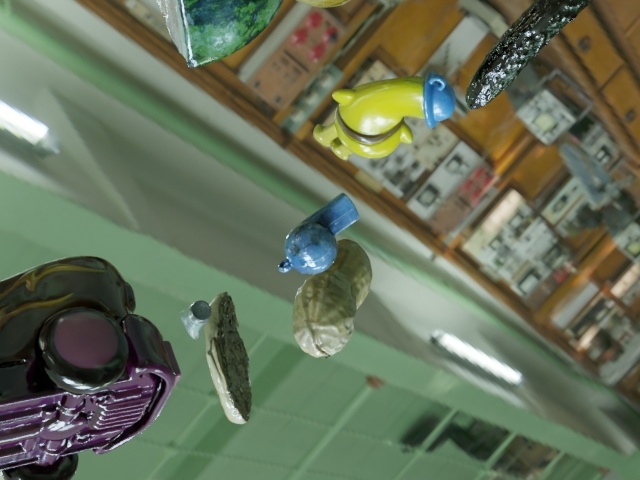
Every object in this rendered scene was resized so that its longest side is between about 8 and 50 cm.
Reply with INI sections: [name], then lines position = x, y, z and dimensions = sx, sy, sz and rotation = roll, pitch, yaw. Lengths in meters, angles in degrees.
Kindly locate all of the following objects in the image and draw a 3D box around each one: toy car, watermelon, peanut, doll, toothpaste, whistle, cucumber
[toy car]
position = -0.320, 0.097, 0.958
dimensions = 0.341, 0.271, 0.240
rotation = -6, -122, -31
[watermelon]
position = -0.199, -0.492, 1.757
dimensions = 0.292, 0.250, 0.283
rotation = 40, -134, 19
[peanut]
position = 0.029, 0.117, 2.223
dimensions = 0.149, 0.149, 0.313
rotation = 40, -138, -7
[doll]
position = 0.126, -0.261, 2.145
dimensions = 0.199, 0.145, 0.363
rotation = 31, 146, -27
[toothpaste]
position = -0.232, 0.144, 1.911
dimensions = 0.062, 0.039, 0.239
rotation = 58, 163, 3
[whistle]
position = 0.000, 0.000, 1.608
dimensions = 0.090, 0.158, 0.090
rotation = 54, 175, 7
[cucumber]
position = 0.365, -0.356, 1.867
dimensions = 0.081, 0.303, 0.072
rotation = 32, -161, -40

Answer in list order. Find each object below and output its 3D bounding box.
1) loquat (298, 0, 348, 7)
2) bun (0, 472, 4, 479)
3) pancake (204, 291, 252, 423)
[loquat]
position = 0.000, -0.493, 1.626
dimensions = 0.244, 0.244, 0.244
rotation = 40, -173, -6
[bun]
position = -0.523, 0.288, 1.767
dimensions = 0.234, 0.326, 0.362
rotation = 57, -154, 0
[pancake]
position = -0.189, 0.245, 2.179
dimensions = 0.282, 0.049, 0.282
rotation = -13, -90, -83
